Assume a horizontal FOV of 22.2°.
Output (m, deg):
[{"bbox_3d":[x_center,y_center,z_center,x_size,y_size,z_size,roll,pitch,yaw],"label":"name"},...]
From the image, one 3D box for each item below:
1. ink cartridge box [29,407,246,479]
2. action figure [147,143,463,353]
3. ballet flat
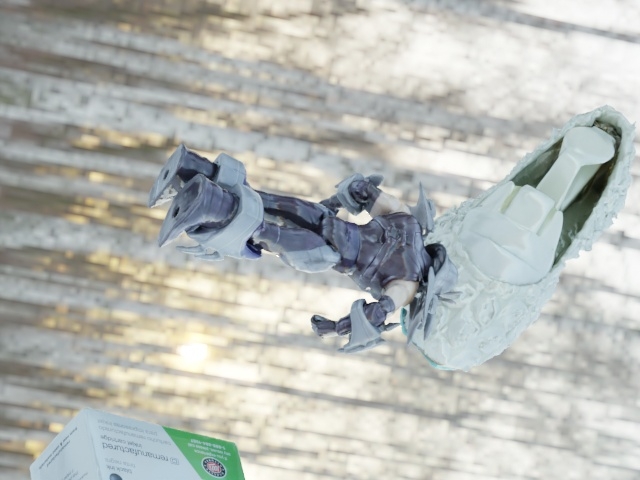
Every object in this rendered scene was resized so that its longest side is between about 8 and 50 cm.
[{"bbox_3d":[-0.122,0.244,1.224,0.087,0.153,0.208,-47,-138,29],"label":"ink cartridge box"},{"bbox_3d":[0.000,0.000,1.401,0.099,0.285,0.185,-57,-155,34],"label":"action figure"},{"bbox_3d":[0.209,-0.028,1.642,0.409,0.147,0.147,-44,160,-47],"label":"ballet flat"}]
